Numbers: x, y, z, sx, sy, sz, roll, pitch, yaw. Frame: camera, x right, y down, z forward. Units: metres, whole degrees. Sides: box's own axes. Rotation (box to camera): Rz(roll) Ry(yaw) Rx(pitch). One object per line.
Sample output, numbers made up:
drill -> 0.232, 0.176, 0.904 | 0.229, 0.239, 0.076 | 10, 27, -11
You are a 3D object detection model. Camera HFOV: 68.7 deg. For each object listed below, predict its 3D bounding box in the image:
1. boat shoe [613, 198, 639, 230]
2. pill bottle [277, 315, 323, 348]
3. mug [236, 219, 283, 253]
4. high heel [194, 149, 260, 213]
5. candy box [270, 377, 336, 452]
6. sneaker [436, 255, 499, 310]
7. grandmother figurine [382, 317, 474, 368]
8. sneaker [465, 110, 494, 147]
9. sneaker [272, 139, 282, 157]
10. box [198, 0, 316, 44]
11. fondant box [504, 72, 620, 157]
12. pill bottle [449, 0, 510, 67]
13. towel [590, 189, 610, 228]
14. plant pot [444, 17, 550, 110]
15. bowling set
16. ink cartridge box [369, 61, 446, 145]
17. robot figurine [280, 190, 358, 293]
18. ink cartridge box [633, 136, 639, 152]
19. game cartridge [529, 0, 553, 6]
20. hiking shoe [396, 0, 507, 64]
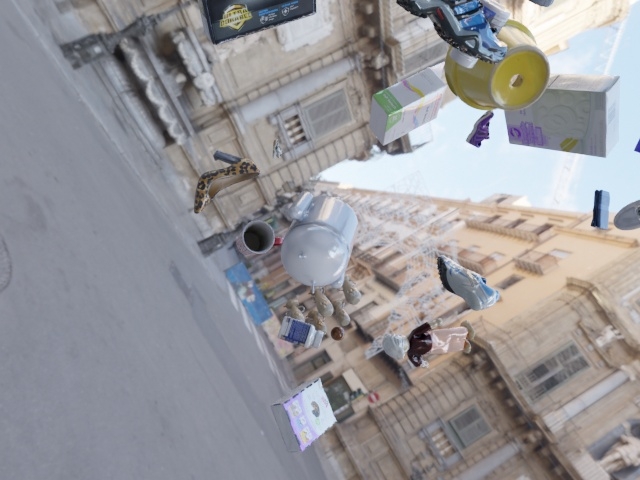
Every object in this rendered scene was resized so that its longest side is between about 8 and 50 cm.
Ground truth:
boat shoe -> 0.759, -0.070, 1.074 | 0.184, 0.063, 0.066 | -26, -106, 53
pill bottle -> -0.056, 0.263, 1.324 | 0.120, 0.067, 0.067 | 19, -11, 0
mug -> -0.222, 0.010, 1.652 | 0.150, 0.113, 0.169 | 34, -18, -13
high heel -> -0.342, -0.194, 1.703 | 0.186, 0.262, 0.093 | 20, -13, 8
candy box -> -0.054, 0.585, 1.580 | 0.070, 0.196, 0.165 | -25, -94, 39
sneaker -> 0.402, 0.113, 1.304 | 0.237, 0.086, 0.085 | -126, -155, -56
grandmother figurine -> 0.378, 0.368, 1.675 | 0.104, 0.341, 0.208 | -148, -119, -66
sneaker -> 0.590, -0.401, 1.688 | 0.071, 0.068, 0.170 | 41, -23, 16
sneaker -> -0.156, -0.337, 1.720 | 0.083, 0.036, 0.032 | 103, -14, -54
box -> -0.114, -0.466, 0.827 | 0.051, 0.220, 0.175 | 53, -21, 33
fondant box -> 0.766, -0.409, 1.510 | 0.330, 0.096, 0.238 | 25, -27, 46
pill bottle -> 0.362, -0.475, 1.078 | 0.078, 0.078, 0.137 | 57, -44, 29
towel -> 0.862, -0.094, 1.440 | 0.029, 0.067, 0.120 | 0, -97, 56
plant pot -> 0.499, -0.470, 1.296 | 0.239, 0.253, 0.254 | -96, 165, -58
bowling set -> 0.015, 0.272, 1.750 | 0.154, 0.286, 0.200 | -122, -163, -53
ink cartridge box -> 0.382, -0.561, 1.923 | 0.119, 0.353, 0.207 | 56, -12, 21
robot figurine -> 0.000, 0.000, 1.402 | 0.300, 0.199, 0.354 | 58, 28, -22
ink cartridge box -> 1.000, -0.277, 1.281 | 0.208, 0.206, 0.045 | 30, -24, 17
game cartridge -> 0.418, -0.576, 0.879 | 0.297, 0.062, 0.198 | -85, -176, -52
hiking shoe -> 0.269, -0.449, 0.888 | 0.303, 0.132, 0.113 | 22, 25, -30
